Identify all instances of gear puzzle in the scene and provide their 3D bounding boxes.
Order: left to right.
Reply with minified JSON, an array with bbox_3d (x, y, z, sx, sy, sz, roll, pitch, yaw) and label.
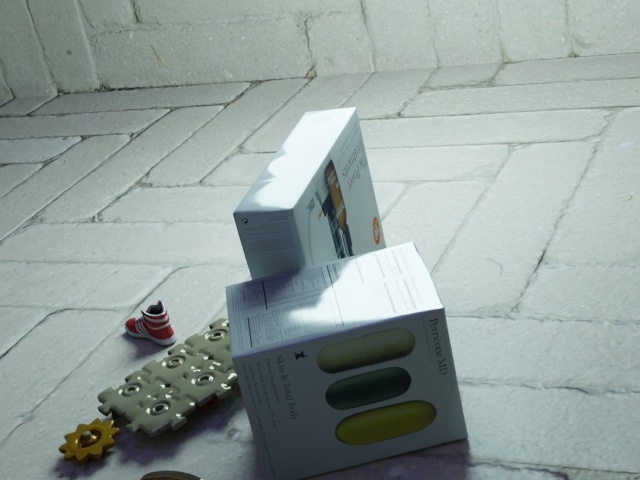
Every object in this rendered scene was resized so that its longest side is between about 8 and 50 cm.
[{"bbox_3d":[-0.218,0.230,1.680,0.339,0.044,0.175,-32,32,-29],"label":"gear puzzle"}]

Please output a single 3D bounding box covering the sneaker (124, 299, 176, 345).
[{"bbox_3d":[-0.281,0.126,1.892,0.118,0.067,0.042,12,34,43],"label":"sneaker"}]

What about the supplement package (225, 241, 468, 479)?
[{"bbox_3d":[0.030,0.155,1.513,0.263,0.199,0.198,-14,25,-1],"label":"supplement package"}]

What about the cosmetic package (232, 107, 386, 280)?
[{"bbox_3d":[0.000,0.000,1.761,0.098,0.284,0.377,-3,27,18],"label":"cosmetic package"}]

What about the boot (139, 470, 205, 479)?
[{"bbox_3d":[-0.131,0.350,1.307,0.305,0.112,0.115,16,48,43],"label":"boot"}]
